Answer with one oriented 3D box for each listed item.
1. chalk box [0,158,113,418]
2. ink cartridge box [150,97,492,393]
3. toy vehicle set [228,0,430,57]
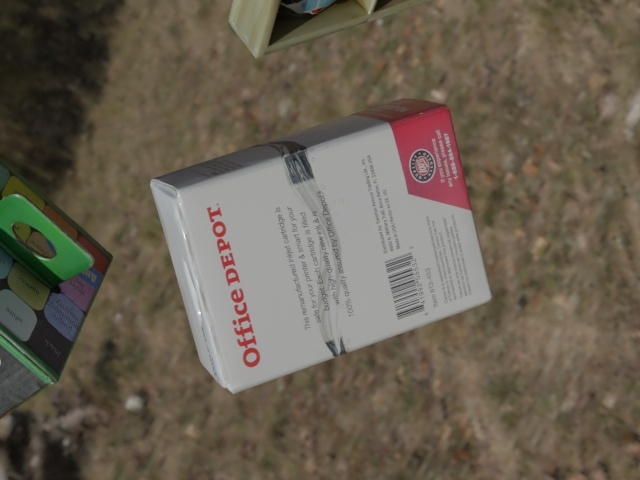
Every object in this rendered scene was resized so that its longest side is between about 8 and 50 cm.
[{"bbox_3d":[-0.312,0.046,1.295,0.289,0.180,0.179,-33,24,29],"label":"chalk box"},{"bbox_3d":[0.000,0.000,1.223,0.237,0.172,0.100,-19,15,-16],"label":"ink cartridge box"},{"bbox_3d":[0.074,-0.221,0.955,0.267,0.035,0.166,-23,-29,-30],"label":"toy vehicle set"}]
